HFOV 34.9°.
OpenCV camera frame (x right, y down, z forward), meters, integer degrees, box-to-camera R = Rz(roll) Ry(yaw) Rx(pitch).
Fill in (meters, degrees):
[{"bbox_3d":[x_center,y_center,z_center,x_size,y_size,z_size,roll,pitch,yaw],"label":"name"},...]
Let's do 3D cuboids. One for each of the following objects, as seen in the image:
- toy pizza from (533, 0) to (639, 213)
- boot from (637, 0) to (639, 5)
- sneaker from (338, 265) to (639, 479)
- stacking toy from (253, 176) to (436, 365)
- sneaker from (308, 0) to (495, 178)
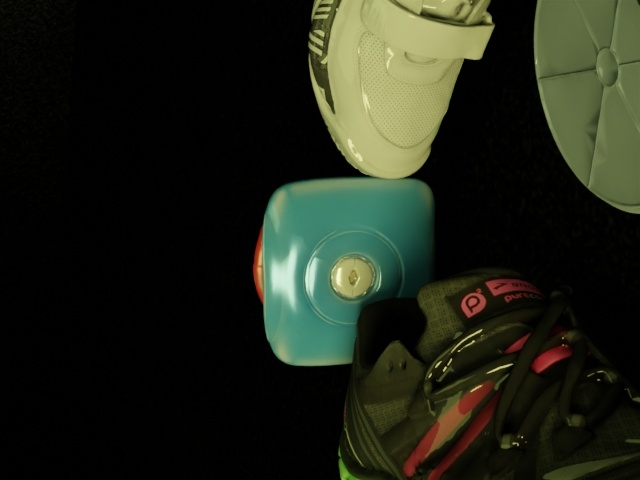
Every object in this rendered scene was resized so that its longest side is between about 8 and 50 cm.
[{"bbox_3d":[0.205,-0.118,0.680,0.201,0.032,0.201,167,90,-75],"label":"toy pizza"},{"bbox_3d":[0.260,-0.175,0.461,0.260,0.131,0.348,154,101,-70],"label":"boot"},{"bbox_3d":[0.133,0.122,0.708,0.482,0.185,0.202,-1,96,63],"label":"sneaker"},{"bbox_3d":[0.000,0.000,1.046,0.302,0.165,0.175,-130,38,-73],"label":"stacking toy"},{"bbox_3d":[0.097,-0.211,0.794,0.210,0.137,0.366,-143,58,-61],"label":"sneaker"}]
